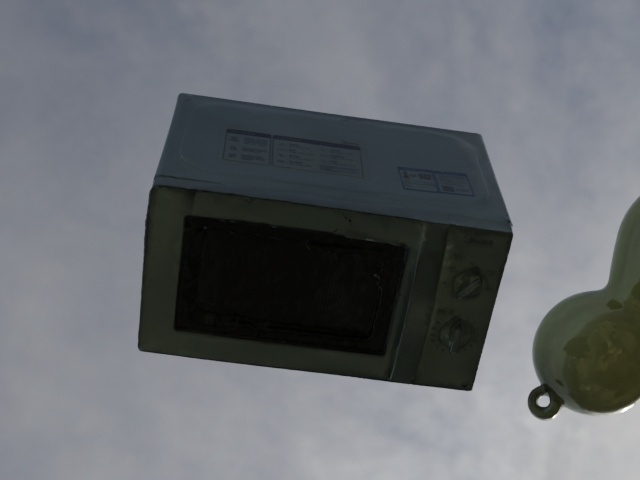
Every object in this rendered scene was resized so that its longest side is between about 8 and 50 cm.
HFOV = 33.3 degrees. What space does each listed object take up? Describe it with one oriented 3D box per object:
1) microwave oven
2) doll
[{"bbox_3d":[0.000,0.000,0.677,0.208,0.162,0.122,8,-62,-4],"label":"microwave oven"},{"bbox_3d":[0.287,0.045,0.913,0.296,0.141,0.117,-44,-16,4],"label":"doll"}]
